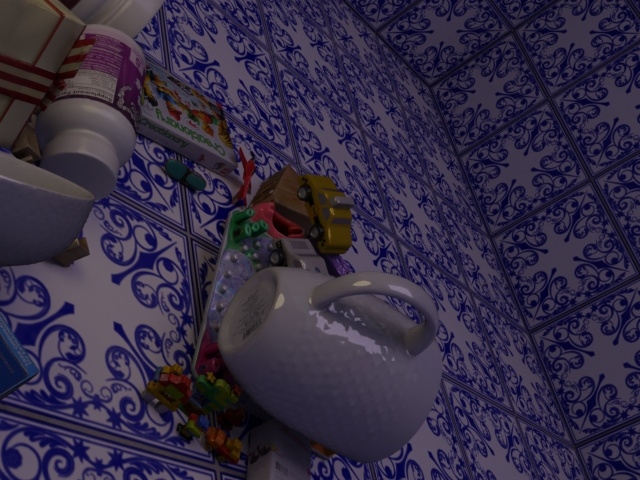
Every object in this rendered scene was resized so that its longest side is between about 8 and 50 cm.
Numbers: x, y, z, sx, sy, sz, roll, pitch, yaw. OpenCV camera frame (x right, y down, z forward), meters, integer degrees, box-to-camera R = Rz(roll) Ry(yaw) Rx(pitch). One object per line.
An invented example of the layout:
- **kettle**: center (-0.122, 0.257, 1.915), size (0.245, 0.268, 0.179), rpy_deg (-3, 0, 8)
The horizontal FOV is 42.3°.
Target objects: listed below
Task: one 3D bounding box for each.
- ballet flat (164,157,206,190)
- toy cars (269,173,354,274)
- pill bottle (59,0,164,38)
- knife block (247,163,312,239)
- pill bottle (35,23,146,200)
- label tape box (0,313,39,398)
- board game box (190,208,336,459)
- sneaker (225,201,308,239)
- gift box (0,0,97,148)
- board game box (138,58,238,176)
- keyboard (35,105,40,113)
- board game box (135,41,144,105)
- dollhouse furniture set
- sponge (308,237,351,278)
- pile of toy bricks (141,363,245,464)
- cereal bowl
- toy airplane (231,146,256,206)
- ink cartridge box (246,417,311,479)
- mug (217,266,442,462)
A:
- **ballet flat**: center (-0.291, -0.142, 1.746), size (0.114, 0.041, 0.041), rpy_deg (36, 31, -41)
- **toy cars**: center (0.000, 0.000, 1.704), size (0.176, 0.087, 0.393), rpy_deg (42, 41, -21)
- **pill bottle**: center (-0.506, -0.555, 1.597), size (0.392, 0.224, 0.224), rpy_deg (44, 27, -28)
- **knife block**: center (-0.050, -0.054, 2.034), size (0.242, 0.088, 0.275), rpy_deg (50, 24, -15)
- **pill bottle**: center (-0.399, -0.220, 1.438), size (0.169, 0.169, 0.301), rpy_deg (37, 39, -40)
- **label tape box**: center (-0.412, 0.079, 0.834), size (0.240, 0.334, 0.106), rpy_deg (57, 31, -2)
- **board game box**: center (-0.065, 0.181, 1.648), size (0.390, 0.050, 0.389), rpy_deg (40, 42, -34)
- **sneaker**: center (-0.067, 0.039, 1.824), size (0.314, 0.136, 0.116), rpy_deg (46, 26, -26)
- **gift box**: center (-0.494, -0.304, 1.161), size (0.255, 0.276, 0.258), rpy_deg (47, 15, 23)
- **board game box**: center (-0.317, -0.278, 1.835), size (0.305, 0.053, 0.192), rpy_deg (25, 40, -51)
- **keyboard**: center (-0.510, -0.256, 1.485), size (0.256, 0.014, 0.072), rpy_deg (12, 44, -59)
- **board game box**: center (-0.404, -0.321, 1.668), size (0.043, 0.092, 0.181), rpy_deg (36, 31, -42)
- **dollhouse furniture set**: center (-0.455, -0.061, 1.289), size (0.161, 0.101, 0.181), rpy_deg (66, 2, -65)
- **sponge**: center (0.001, 0.054, 1.898), size (0.117, 0.031, 0.210), rpy_deg (55, -20, 5)
- **pile of toy bricks**: center (-0.179, 0.263, 1.361), size (0.212, 0.105, 0.118), rpy_deg (47, 25, -24)
- **cereal bowl**: center (-0.468, -0.051, 1.032), size (0.339, 0.141, 0.339), rpy_deg (22, 3, -1)
- **toy airplane**: center (-0.173, -0.143, 1.915), size (0.151, 0.028, 0.151), rpy_deg (8, 90, -77)
- **ink cartridge box**: center (-0.072, 0.391, 1.466), size (0.104, 0.062, 0.181), rpy_deg (45, 27, -28)
- **mug**: center (0.032, 0.173, 1.411), size (0.328, 0.374, 0.276), rpy_deg (34, 39, -26)
